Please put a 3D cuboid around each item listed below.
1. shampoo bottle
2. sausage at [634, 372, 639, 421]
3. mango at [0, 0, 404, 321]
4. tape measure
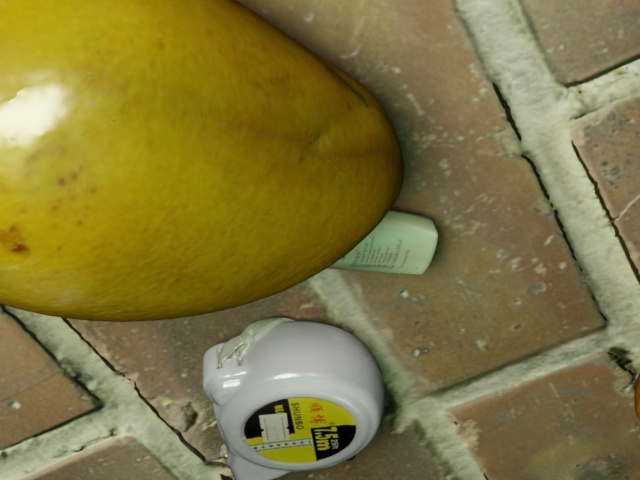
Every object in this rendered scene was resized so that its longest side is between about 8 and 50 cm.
[{"bbox_3d":[0.000,0.000,1.405,0.212,0.049,0.072,0,141,-14],"label":"shampoo bottle"},{"bbox_3d":[0.409,0.107,1.590,0.105,0.105,0.274,1,136,-16],"label":"sausage"},{"bbox_3d":[-0.133,-0.069,1.171,0.446,0.232,0.300,7,132,-37],"label":"mango"},{"bbox_3d":[-0.024,0.156,1.537,0.178,0.105,0.196,-4,137,1],"label":"tape measure"}]
